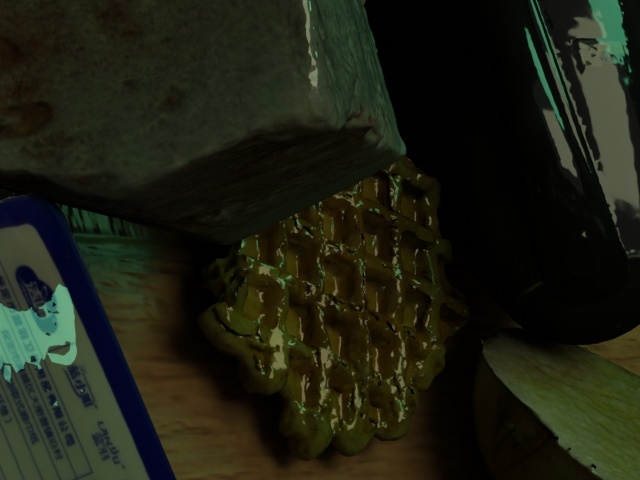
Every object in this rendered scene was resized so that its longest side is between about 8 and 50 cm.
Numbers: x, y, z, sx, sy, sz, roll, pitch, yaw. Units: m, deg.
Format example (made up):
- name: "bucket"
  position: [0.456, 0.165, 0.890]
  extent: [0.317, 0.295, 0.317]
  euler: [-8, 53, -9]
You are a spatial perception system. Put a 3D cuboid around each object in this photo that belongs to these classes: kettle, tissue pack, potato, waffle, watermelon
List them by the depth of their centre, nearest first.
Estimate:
- name: "tissue pack"
  position: [-0.166, 0.129, 0.824]
  extent: [0.209, 0.137, 0.270]
  euler: [-20, 84, -58]
- name: "watermelon"
  position: [-0.081, -0.102, 0.936]
  extent: [0.387, 0.258, 0.228]
  euler: [7, 99, -34]
- name: "waffle"
  position: [-0.002, 0.001, 1.178]
  extent: [0.291, 0.051, 0.291]
  euler: [27, 53, -41]
- name: "potato"
  position: [0.216, 0.181, 1.244]
  extent: [0.299, 0.116, 0.239]
  euler: [28, 13, 9]
- name: "kettle"
  position: [0.152, -0.073, 1.294]
  extent: [0.268, 0.207, 0.290]
  euler: [51, 24, -65]
